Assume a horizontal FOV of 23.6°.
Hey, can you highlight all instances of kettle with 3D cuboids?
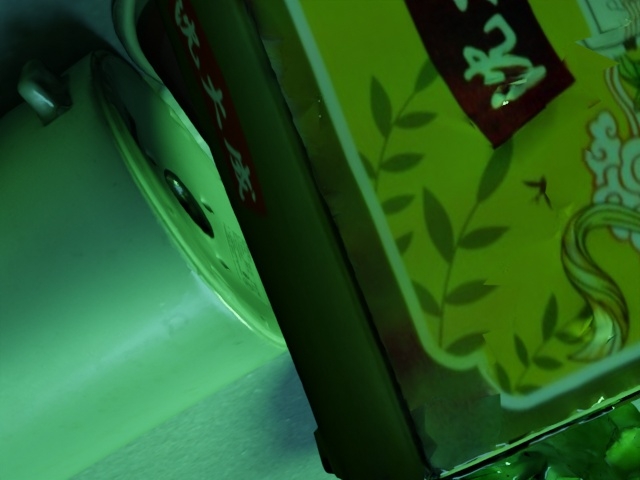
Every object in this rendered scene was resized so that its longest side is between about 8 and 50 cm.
[{"bbox_3d":[-0.210,0.047,0.880,0.318,0.205,0.265,-32,155,10],"label":"kettle"}]

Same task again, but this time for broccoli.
[{"bbox_3d":[0.191,0.156,1.348,0.297,0.297,0.298,-14,118,-28],"label":"broccoli"}]

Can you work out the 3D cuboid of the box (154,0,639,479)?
[{"bbox_3d":[0.140,-0.133,0.715,0.420,0.373,0.138,-21,-179,-17],"label":"box"}]

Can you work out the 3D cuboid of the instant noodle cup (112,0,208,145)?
[{"bbox_3d":[0.022,-0.099,0.875,0.234,0.178,0.235,-21,153,-12],"label":"instant noodle cup"}]
